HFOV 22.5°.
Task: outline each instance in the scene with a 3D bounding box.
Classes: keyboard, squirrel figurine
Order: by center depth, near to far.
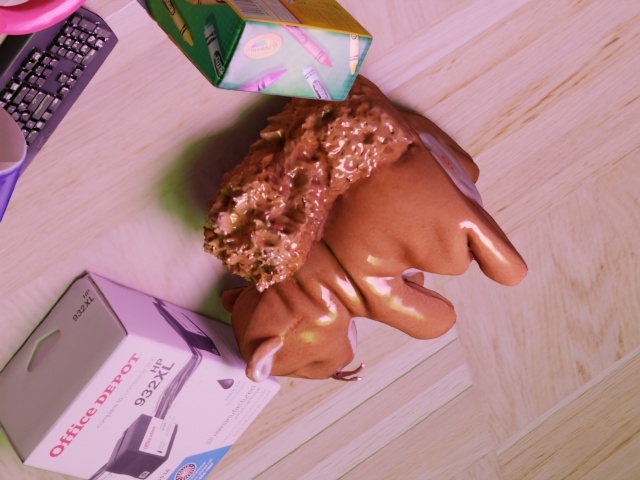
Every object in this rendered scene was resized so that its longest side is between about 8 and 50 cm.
[{"bbox_3d":[-0.365,-0.134,1.729,0.201,0.033,0.317,23,110,-49],"label":"keyboard"},{"bbox_3d":[0.000,0.000,2.033,0.370,0.281,0.397,-40,129,15],"label":"squirrel figurine"}]

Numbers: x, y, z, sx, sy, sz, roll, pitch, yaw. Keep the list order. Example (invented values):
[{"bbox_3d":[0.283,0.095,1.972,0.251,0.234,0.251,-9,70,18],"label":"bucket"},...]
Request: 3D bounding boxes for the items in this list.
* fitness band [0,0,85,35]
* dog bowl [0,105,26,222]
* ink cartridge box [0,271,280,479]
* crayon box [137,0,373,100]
[{"bbox_3d":[-0.301,-0.319,1.544,0.209,0.054,0.291,-54,147,-16],"label":"fitness band"},{"bbox_3d":[-0.420,-0.089,1.535,0.265,0.265,0.104,6,120,-43],"label":"dog bowl"},{"bbox_3d":[-0.237,0.197,2.077,0.223,0.129,0.307,-50,141,12],"label":"ink cartridge box"},{"bbox_3d":[-0.093,-0.253,1.640,0.165,0.278,0.081,2,125,-41],"label":"crayon box"}]
